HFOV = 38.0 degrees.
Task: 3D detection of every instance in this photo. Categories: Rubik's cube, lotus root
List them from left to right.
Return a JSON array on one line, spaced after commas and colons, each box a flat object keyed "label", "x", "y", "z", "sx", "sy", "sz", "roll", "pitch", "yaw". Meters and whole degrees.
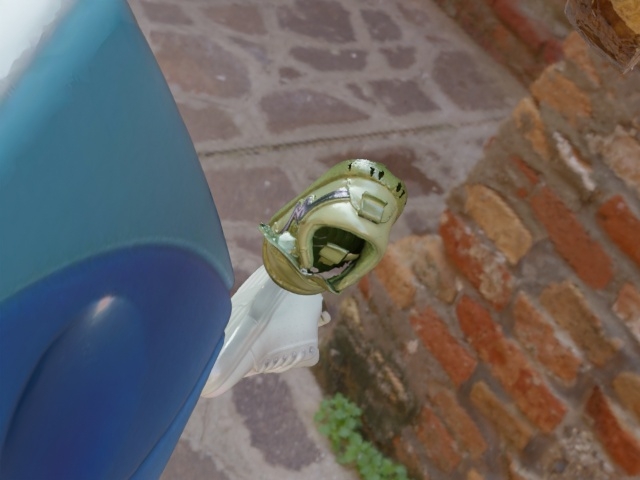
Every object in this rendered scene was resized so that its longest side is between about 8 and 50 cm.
[{"label": "Rubik's cube", "x": -0.280, "y": 0.039, "z": 0.510, "sx": 0.347, "sy": 0.352, "sz": 0.351, "roll": 16, "pitch": 62, "yaw": 16}, {"label": "lotus root", "x": 0.233, "y": -0.181, "z": 0.674, "sx": 0.081, "sy": 0.112, "sz": 0.122, "roll": 36, "pitch": 18, "yaw": 12}]

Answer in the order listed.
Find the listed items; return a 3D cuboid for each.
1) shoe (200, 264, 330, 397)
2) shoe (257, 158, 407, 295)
[{"label": "shoe", "x": -0.085, "y": 0.161, "z": 1.429, "sx": 0.160, "sy": 0.132, "sz": 0.363, "roll": 55, "pitch": 32, "yaw": -12}, {"label": "shoe", "x": 0.001, "y": -0.005, "z": 1.169, "sx": 0.140, "sy": 0.262, "sz": 0.128, "roll": 41, "pitch": 43, "yaw": -6}]
